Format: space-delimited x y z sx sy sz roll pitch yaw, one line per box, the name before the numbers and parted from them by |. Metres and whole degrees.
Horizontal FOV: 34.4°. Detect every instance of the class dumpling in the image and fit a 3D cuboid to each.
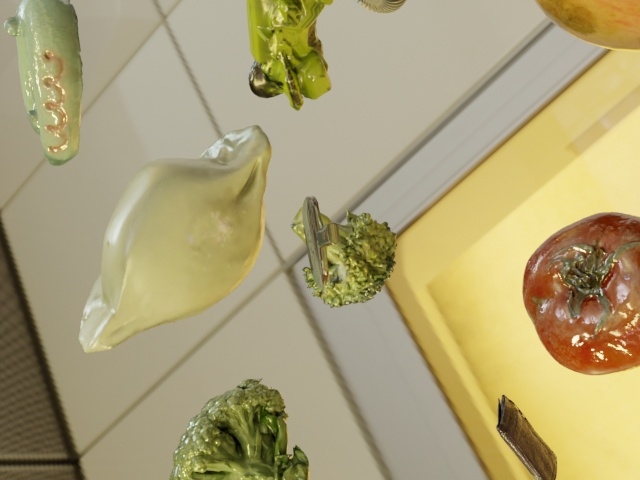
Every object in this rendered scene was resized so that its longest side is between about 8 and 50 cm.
dumpling | -0.141 0.000 0.957 0.131 0.252 0.179 38 167 -26

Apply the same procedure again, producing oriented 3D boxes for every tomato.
tomato | 0.374 0.069 1.411 0.095 0.237 0.237 14 -139 -48

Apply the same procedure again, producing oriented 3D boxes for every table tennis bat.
table tennis bat | 0.000 0.000 1.878 0.301 0.022 0.174 161 101 -81

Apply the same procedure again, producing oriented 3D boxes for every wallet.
wallet | 0.373 0.367 1.863 0.166 0.030 0.111 50 -158 -12

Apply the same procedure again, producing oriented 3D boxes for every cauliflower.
cauliflower | -0.130 0.399 1.852 0.250 0.275 0.272 16 -144 17

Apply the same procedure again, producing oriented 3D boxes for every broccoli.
broccoli | 0.033 0.026 2.238 0.243 0.247 0.263 42 -151 -24

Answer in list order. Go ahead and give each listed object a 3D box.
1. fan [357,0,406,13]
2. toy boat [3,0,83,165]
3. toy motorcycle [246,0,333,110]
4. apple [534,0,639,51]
fan | 0.053 -0.480 1.842 0.244 0.074 0.130 22 159 28
toy boat | -0.332 -0.194 1.225 0.078 0.208 0.134 -8 -138 -22
toy motorcycle | -0.039 -0.374 1.653 0.342 0.206 0.142 86 162 -52
apple | 0.445 -0.437 1.431 0.364 0.364 0.364 36 -152 -23
